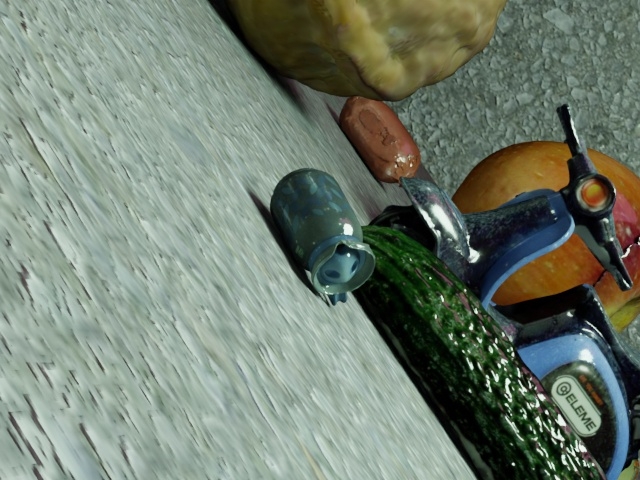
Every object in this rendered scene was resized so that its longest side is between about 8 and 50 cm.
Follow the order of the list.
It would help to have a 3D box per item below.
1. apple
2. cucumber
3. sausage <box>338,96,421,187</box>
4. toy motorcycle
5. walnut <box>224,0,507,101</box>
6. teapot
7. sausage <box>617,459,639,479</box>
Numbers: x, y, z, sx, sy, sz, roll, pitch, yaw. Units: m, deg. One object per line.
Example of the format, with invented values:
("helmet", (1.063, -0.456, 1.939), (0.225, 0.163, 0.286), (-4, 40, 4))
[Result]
("apple", (0.226, 0.016, 1.652), (0.206, 0.251, 0.272), (47, 25, 17))
("cucumber", (0.106, 0.089, 1.191), (0.265, 0.077, 0.077), (57, 7, 14))
("sausage", (0.079, -0.129, 2.102), (0.141, 0.076, 0.076), (58, 8, 28))
("toy motorcycle", (0.194, 0.062, 1.346), (0.358, 0.212, 0.125), (52, 8, -23))
("walnut", (0.039, -0.303, 1.686), (0.306, 0.306, 0.344), (57, 4, 24))
("teapot", (-0.003, -0.001, 1.053), (0.049, 0.063, 0.083), (8, 39, -35))
("sausage", (0.343, 0.270, 1.950), (0.083, 0.083, 0.264), (56, 5, 13))
